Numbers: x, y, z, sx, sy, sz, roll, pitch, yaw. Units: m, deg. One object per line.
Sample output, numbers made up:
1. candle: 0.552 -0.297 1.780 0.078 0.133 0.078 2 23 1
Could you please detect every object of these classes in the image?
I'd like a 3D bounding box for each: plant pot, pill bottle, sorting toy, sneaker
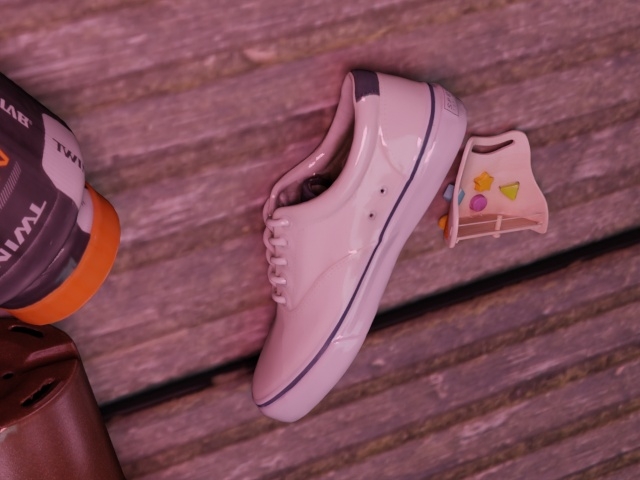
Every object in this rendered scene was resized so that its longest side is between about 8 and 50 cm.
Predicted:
1. plant pot: -0.193 0.148 1.011 0.167 0.167 0.165 -21 122 -20
2. pill bottle: -0.215 -0.044 0.872 0.130 0.130 0.245 -47 134 4
3. sorting toy: 0.121 -0.041 1.160 0.083 0.045 0.075 -8 117 -28
4. sneaker: 0.000 0.000 1.088 0.091 0.094 0.258 20 106 -19
